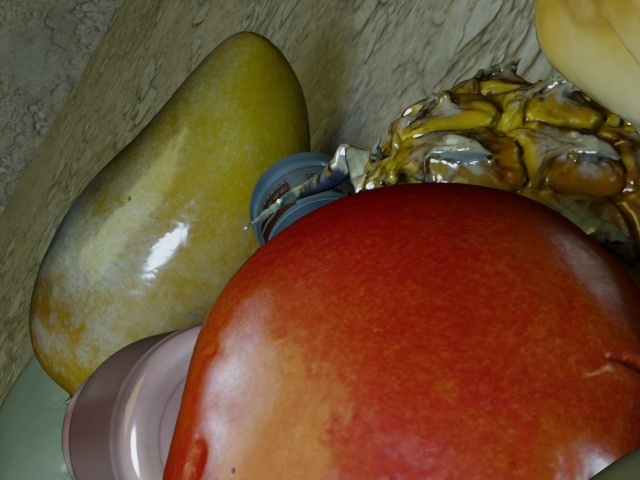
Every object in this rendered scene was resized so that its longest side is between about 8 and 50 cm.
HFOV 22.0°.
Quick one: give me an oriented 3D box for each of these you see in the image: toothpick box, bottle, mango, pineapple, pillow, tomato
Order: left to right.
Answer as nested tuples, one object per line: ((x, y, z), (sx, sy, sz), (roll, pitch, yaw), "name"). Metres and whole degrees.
((-0.287, 0.231, 1.765), (0.255, 0.120, 0.322), (-56, 19, 25), "pillow")
((-0.128, -0.009, 1.513), (0.384, 0.199, 0.221), (-61, 17, 5), "mango")
((-0.096, 0.148, 1.299), (0.206, 0.173, 0.297), (-37, 6, -21), "bottle")
((0.000, 0.000, 1.304), (0.101, 0.101, 0.153), (-60, 19, 14), "toothpick box")
((0.037, 0.115, 0.821), (0.298, 0.226, 0.299), (-166, 90, -79), "tomato")
((0.099, -0.050, 1.001), (0.161, 0.158, 0.334), (-68, 17, -13), "pineapple")

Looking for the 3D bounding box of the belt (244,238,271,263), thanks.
((0.005, 0.093, 1.058), (0.128, 0.124, 0.201), (-54, -19, -26), "belt")

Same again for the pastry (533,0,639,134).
((0.244, -0.202, 0.658), (0.409, 0.245, 0.409), (-56, 20, 33), "pastry")

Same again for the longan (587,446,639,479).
((0.137, 0.169, 0.556), (0.196, 0.196, 0.220), (-42, 33, 50), "longan")
